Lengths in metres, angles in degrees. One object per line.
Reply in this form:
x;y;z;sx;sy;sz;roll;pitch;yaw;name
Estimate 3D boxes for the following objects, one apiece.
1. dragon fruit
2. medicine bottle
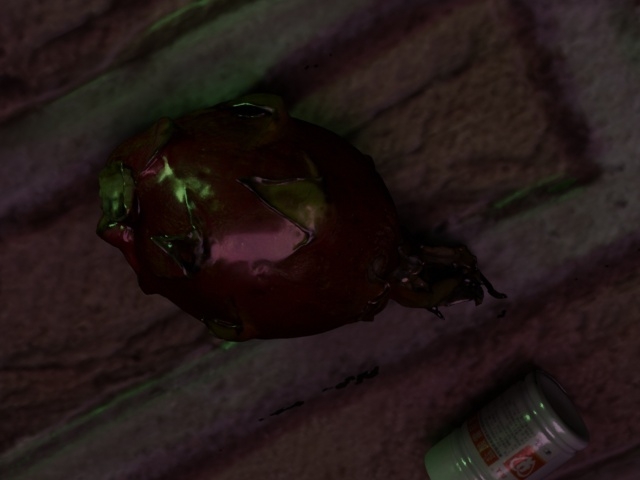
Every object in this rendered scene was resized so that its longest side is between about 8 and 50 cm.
0.000;0.000;0.817;0.246;0.125;0.125;20;104;-35;dragon fruit
0.113;0.126;0.926;0.089;0.057;0.057;-40;117;18;medicine bottle
